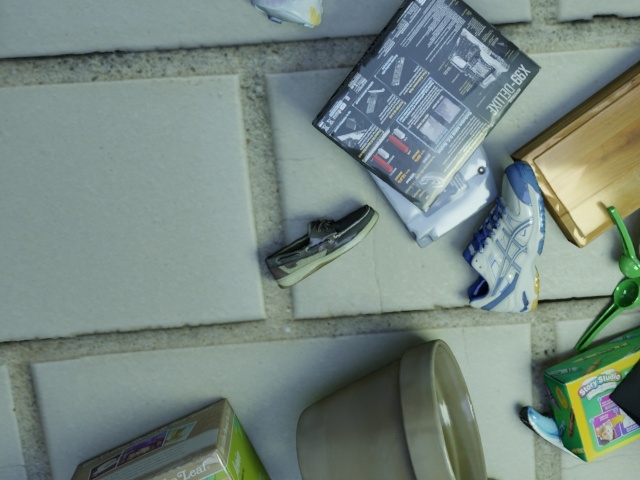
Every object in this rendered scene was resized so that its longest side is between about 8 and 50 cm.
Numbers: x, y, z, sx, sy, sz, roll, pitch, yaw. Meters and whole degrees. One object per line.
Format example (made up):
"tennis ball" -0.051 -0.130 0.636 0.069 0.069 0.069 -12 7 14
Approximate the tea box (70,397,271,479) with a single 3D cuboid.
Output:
"tea box" -0.255 0.524 1.395 0.328 0.220 0.324 -26 102 3

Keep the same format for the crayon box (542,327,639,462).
"crayon box" 0.571 0.274 1.422 0.278 0.081 0.166 -21 103 -10

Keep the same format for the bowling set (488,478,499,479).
"bowling set" 0.314 0.525 1.481 0.287 0.154 0.200 -33 83 6

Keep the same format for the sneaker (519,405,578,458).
"sneaker" 0.455 0.355 1.480 0.162 0.063 0.073 31 89 -17

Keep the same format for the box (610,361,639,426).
"box" 0.753 0.265 1.328 0.312 0.179 0.343 42 88 -17

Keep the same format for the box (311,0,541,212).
"box" 0.173 -0.240 1.268 0.242 0.076 0.307 36 98 -10

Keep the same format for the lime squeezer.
"lime squeezer" 0.545 0.068 1.404 0.109 0.059 0.311 2 121 1

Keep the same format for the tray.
"tray" 0.568 -0.189 1.352 0.410 0.076 0.203 -37 102 5

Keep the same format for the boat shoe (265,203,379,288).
"boat shoe" -0.001 0.000 1.364 0.223 0.080 0.073 -36 107 10

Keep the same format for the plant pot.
"plant pot" 0.120 0.365 1.356 0.280 0.323 0.323 -17 103 17

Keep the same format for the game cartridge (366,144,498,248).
"game cartridge" 0.177 -0.156 1.352 0.196 0.060 0.294 -34 102 8

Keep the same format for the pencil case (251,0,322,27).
"pencil case" -0.023 -0.488 1.238 0.124 0.113 0.273 13 102 -16

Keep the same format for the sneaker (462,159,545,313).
"sneaker" 0.317 0.005 1.343 0.130 0.112 0.297 -2 116 4
